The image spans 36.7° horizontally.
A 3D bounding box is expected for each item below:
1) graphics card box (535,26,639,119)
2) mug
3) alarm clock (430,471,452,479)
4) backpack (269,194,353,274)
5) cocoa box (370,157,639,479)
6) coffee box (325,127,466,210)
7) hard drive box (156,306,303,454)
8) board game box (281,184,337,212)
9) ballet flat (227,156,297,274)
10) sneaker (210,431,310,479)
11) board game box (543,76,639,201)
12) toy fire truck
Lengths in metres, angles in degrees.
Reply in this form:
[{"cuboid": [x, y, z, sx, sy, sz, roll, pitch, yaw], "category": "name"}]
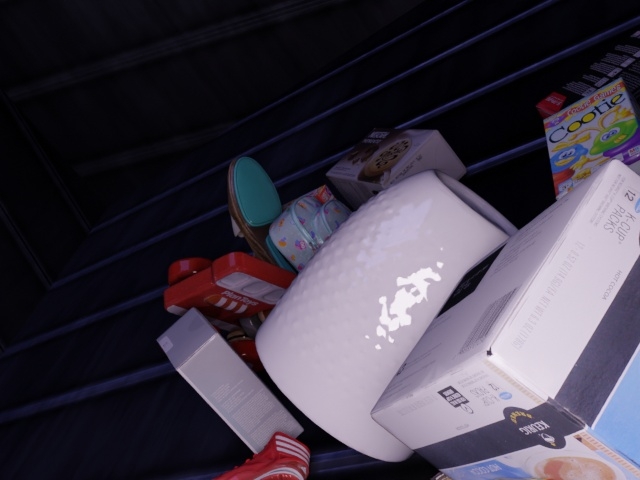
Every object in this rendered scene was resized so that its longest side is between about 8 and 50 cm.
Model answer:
[{"cuboid": [0.585, -0.295, 1.684, 0.371, 0.094, 0.233, -38, 20, 4], "category": "graphics card box"}, {"cuboid": [0.137, 0.109, 1.264, 0.328, 0.276, 0.374, -53, 45, 14], "category": "mug"}, {"cuboid": [0.156, 0.324, 1.133, 0.192, 0.064, 0.129, -14, 31, 44], "category": "alarm clock"}, {"cuboid": [0.000, 0.000, 1.873, 0.144, 0.188, 0.166, -49, 0, 27], "category": "backpack"}, {"cuboid": [0.240, 0.126, 0.937, 0.231, 0.228, 0.347, -52, 0, -23], "category": "cocoa box"}, {"cuboid": [0.156, -0.144, 2.070, 0.168, 0.119, 0.297, -44, 21, -11], "category": "coffee box"}, {"cuboid": [-0.153, 0.239, 1.613, 0.089, 0.232, 0.181, -42, 19, -8], "category": "hard drive box"}, {"cuboid": [-0.025, -0.022, 2.081, 0.193, 0.147, 0.045, -25, 23, 36], "category": "board game box"}, {"cuboid": [-0.118, -0.008, 2.024, 0.116, 0.342, 0.124, -19, -19, -37], "category": "ballet flat"}, {"cuboid": [-0.107, 0.372, 1.496, 0.221, 0.087, 0.128, -16, 19, 22], "category": "sneaker"}, {"cuboid": [0.441, -0.108, 1.456, 0.142, 0.144, 0.275, -29, 23, 23], "category": "board game box"}, {"cuboid": [-0.131, 0.120, 1.783, 0.254, 0.302, 0.169, -24, 56, 35], "category": "toy fire truck"}]
